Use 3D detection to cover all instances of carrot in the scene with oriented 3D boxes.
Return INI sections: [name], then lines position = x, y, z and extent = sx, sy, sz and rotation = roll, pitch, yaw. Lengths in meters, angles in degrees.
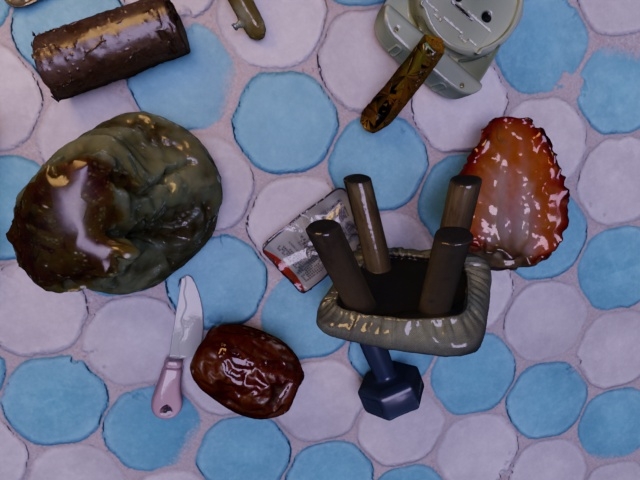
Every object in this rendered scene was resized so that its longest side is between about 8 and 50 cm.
[carrot]
position = 0.163, -0.311, 0.937
extent = 0.068, 0.069, 0.229
rotation = 32, 134, -12

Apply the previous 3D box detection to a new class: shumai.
[shumai]
position = -0.380, -0.050, 0.843
extent = 0.397, 0.323, 0.324
rotation = -43, 101, 2

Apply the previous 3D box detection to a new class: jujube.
[jujube]
position = -0.156, 0.285, 1.016
extent = 0.243, 0.183, 0.184
rotation = 28, 96, -4

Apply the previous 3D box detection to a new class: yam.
[yam]
position = -0.399, -0.372, 0.882
extent = 0.279, 0.131, 0.131
rotation = -22, 102, -4

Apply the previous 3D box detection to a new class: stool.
[stool]
position = 0.159, 0.027, 0.860
extent = 0.310, 0.310, 0.226
rotation = 5, 122, 20

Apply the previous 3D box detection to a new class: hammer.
[hammer]
position = -0.191, -0.529, 0.877
extent = 0.113, 0.201, 0.306
rotation = -45, 126, -24

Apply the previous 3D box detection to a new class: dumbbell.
[dumbbell]
position = 0.122, 0.243, 1.051
extent = 0.143, 0.156, 0.317
rotation = -17, 104, 26

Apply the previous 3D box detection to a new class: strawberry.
[strawberry]
position = 0.405, -0.100, 1.035
extent = 0.264, 0.149, 0.337
rotation = 4, 90, -1

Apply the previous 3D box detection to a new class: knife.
[knife]
position = -0.315, 0.246, 1.049
extent = 0.081, 0.043, 0.336
rotation = 13, 96, -15

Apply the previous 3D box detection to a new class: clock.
[clock]
position = 0.291, -0.489, 0.957
extent = 0.265, 0.108, 0.324
rotation = 33, 94, -11

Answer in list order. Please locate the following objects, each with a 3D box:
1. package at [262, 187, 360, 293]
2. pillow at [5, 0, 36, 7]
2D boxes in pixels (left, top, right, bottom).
[package]
position = 0.000, 0.000, 1.043
extent = 0.232, 0.040, 0.166
rotation = -38, 113, 5
[pillow]
position = -0.520, -0.537, 0.880
extent = 0.217, 0.033, 0.130
rotation = -22, 99, -3
